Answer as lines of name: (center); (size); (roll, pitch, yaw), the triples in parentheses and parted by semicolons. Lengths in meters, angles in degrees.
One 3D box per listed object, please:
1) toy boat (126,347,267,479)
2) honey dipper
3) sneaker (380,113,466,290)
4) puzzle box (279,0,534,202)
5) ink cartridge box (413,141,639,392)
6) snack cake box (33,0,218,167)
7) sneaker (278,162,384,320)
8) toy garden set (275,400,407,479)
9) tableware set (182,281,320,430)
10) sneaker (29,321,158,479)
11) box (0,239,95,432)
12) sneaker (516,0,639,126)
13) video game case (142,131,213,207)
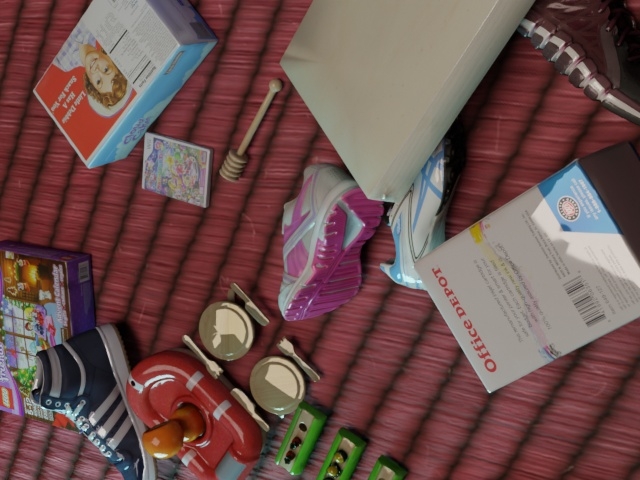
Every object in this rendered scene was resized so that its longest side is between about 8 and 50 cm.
toy boat: (-0.202, 0.270, 1.558); (0.231, 0.151, 0.151); (43, 121, 17)
honey dipper: (-0.094, -0.153, 1.451); (0.030, 0.030, 0.161); (39, 118, 19)
sneaker: (0.123, -0.053, 1.297); (0.086, 0.085, 0.237); (16, 111, 18)
puzzle box: (0.114, -0.281, 1.200); (0.409, 0.052, 0.272); (-57, 45, 31)
ink cartridge box: (0.261, 0.028, 1.176); (0.232, 0.168, 0.171); (-34, 83, 35)
snack cake box: (-0.282, -0.247, 1.513); (0.152, 0.089, 0.264); (52, 124, 9)
sneaker: (0.000, 0.000, 1.393); (0.111, 0.103, 0.252); (58, 138, 38)
toy garden set: (0.029, 0.375, 1.484); (0.244, 0.049, 0.204); (32, 119, 18)
tableware set: (-0.094, 0.166, 1.530); (0.194, 0.039, 0.128); (47, 111, 8)
sneaker: (-0.356, 0.282, 1.649); (0.099, 0.153, 0.282); (-14, 91, 64)
box: (-0.461, 0.156, 1.756); (0.201, 0.057, 0.293); (8, 107, 32)
sneaker: (0.304, -0.251, 1.117); (0.281, 0.106, 0.162); (45, 119, 17)
video game case: (-0.210, -0.104, 1.550); (0.122, 0.011, 0.087); (17, 112, 29)
